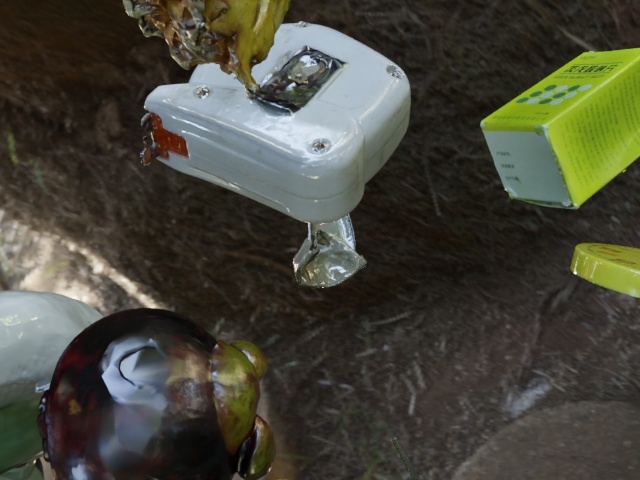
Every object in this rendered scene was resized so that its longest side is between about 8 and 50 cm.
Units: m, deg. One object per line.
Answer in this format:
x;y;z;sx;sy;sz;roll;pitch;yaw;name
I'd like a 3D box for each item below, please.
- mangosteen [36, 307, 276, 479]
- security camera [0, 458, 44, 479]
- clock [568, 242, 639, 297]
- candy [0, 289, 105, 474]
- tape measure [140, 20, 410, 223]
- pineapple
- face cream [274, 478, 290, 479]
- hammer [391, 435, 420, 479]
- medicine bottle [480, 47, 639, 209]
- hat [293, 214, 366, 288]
-0.140;0.153;0.887;0.209;0.210;0.210;-8;73;29;mangosteen
-0.456;0.390;1.282;0.191;0.197;0.277;116;156;-44;security camera
0.488;0.043;1.393;0.293;0.277;0.071;14;99;26;clock
-0.378;0.165;1.075;0.186;0.386;0.427;64;154;13;candy
-0.043;-0.151;1.226;0.258;0.130;0.265;22;55;22;tape measure
-0.062;-0.184;0.585;0.135;0.079;0.233;6;54;26;pineapple
-0.023;0.468;1.612;0.348;0.105;0.105;-174;102;-74;face cream
0.189;0.458;1.765;0.058;0.029;0.292;-27;103;6;hammer
0.376;-0.167;1.491;0.250;0.141;0.137;-35;21;-24;medicine bottle
0.000;0.000;1.881;0.085;0.147;0.175;-34;54;38;hat
